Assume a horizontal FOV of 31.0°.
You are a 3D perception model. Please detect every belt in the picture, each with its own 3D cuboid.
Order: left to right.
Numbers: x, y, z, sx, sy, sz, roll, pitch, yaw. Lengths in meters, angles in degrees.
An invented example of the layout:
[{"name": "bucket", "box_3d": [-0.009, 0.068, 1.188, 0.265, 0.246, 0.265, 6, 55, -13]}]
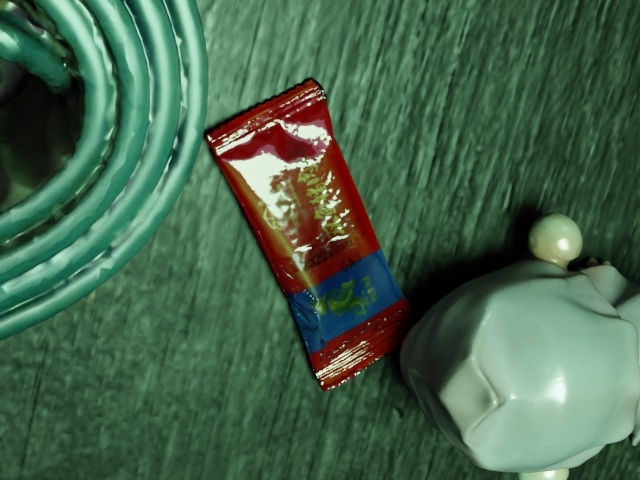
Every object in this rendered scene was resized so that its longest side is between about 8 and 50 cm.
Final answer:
[{"name": "belt", "box_3d": [-0.273, -0.096, 0.528, 0.437, 0.173, 0.300, 9, 106, -24]}]

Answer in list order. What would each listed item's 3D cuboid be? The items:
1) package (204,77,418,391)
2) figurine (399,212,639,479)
[{"name": "package", "box_3d": [0.000, 0.000, 0.754, 0.083, 0.022, 0.200, -29, 114, -11]}, {"name": "figurine", "box_3d": [0.182, 0.082, 0.787, 0.276, 0.133, 0.200, -4, 102, -25]}]
